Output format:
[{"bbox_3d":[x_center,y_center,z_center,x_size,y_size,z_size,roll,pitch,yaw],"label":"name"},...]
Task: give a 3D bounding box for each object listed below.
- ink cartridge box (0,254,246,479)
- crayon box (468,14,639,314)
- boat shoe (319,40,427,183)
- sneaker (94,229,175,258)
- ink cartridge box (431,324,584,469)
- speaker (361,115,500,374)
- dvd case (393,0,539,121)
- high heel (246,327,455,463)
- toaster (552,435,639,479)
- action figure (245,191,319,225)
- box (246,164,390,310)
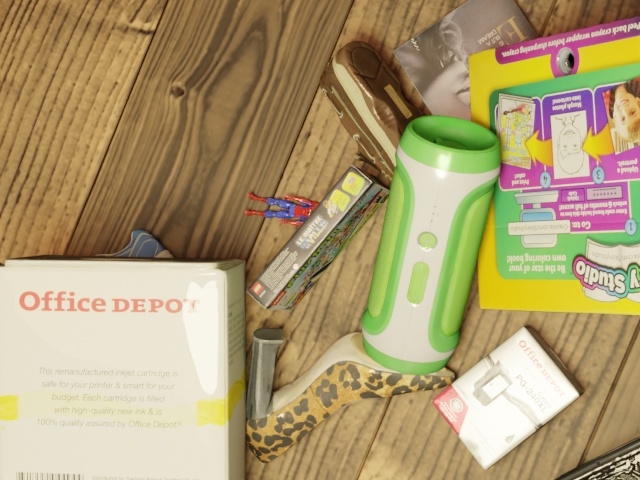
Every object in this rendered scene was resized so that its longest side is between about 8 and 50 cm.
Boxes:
[{"bbox_3d":[-0.234,0.210,1.591,0.279,0.160,0.384,1,94,6],"label":"ink cartridge box"},{"bbox_3d":[0.319,-0.076,1.453,0.363,0.106,0.313,-1,92,59],"label":"crayon box"},{"bbox_3d":[0.088,-0.126,1.665,0.095,0.095,0.257,-36,83,47],"label":"boat shoe"},{"bbox_3d":[-0.289,0.069,1.759,0.211,0.080,0.081,-35,71,1],"label":"sneaker"},{"bbox_3d":[0.229,0.190,1.600,0.150,0.063,0.109,-41,76,10],"label":"ink cartridge box"},{"bbox_3d":[0.129,0.007,1.558,0.131,0.131,0.296,19,117,17],"label":"speaker"},{"bbox_3d":[0.216,-0.195,1.657,0.165,0.018,0.221,-33,78,11],"label":"dvd case"},{"bbox_3d":[0.031,0.213,1.666,0.261,0.093,0.186,8,113,2],"label":"high heel"},{"bbox_3d":[0.359,0.330,1.527,0.186,0.110,0.168,-30,78,12],"label":"toaster"},{"bbox_3d":[-0.041,-0.039,1.715,0.115,0.030,0.038,8,83,15],"label":"action figure"},{"bbox_3d":[0.000,0.000,1.655,0.036,0.114,0.207,42,98,15],"label":"box"}]
